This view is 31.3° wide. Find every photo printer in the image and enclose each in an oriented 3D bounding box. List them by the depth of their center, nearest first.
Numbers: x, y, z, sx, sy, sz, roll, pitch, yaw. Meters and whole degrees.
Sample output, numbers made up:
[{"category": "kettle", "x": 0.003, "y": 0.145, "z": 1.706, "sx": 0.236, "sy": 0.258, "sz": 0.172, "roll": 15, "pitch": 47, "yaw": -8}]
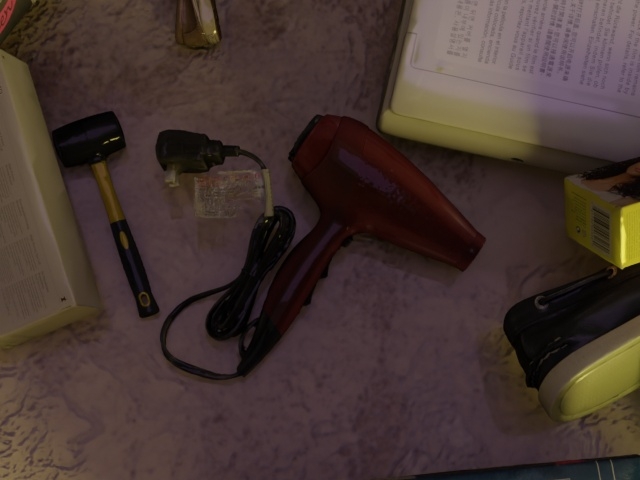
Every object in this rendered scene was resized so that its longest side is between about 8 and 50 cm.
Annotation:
[{"category": "photo printer", "x": 0.224, "y": -0.190, "z": 1.036, "sx": 0.307, "sy": 0.107, "sz": 0.256, "roll": 11, "pitch": 88, "yaw": -2}]

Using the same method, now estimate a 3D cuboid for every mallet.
[{"category": "mallet", "x": -0.191, "y": -0.020, "z": 1.013, "sx": 0.062, "sy": 0.039, "sz": 0.190, "roll": -12, "pitch": 80, "yaw": -7}]

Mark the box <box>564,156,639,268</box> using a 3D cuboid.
[{"category": "box", "x": 0.326, "y": -0.044, "z": 0.959, "sx": 0.232, "sy": 0.087, "sz": 0.058, "roll": -15, "pitch": 115, "yaw": -18}]

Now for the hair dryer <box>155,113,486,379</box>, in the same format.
[{"category": "hair dryer", "x": 0.000, "y": 0.000, "z": 1.016, "sx": 0.293, "sy": 0.080, "sz": 0.224, "roll": -5, "pitch": 91, "yaw": 0}]

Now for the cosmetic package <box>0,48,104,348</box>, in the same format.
[{"category": "cosmetic package", "x": -0.272, "y": -0.035, "z": 0.983, "sx": 0.098, "sy": 0.060, "sz": 0.239, "roll": -22, "pitch": 77, "yaw": 13}]

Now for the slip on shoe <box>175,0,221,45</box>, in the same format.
[{"category": "slip on shoe", "x": -0.123, "y": -0.247, "z": 1.073, "sx": 0.041, "sy": 0.051, "sz": 0.135, "roll": -10, "pitch": 82, "yaw": 5}]

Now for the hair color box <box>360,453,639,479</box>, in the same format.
[{"category": "hair color box", "x": 0.066, "y": 0.238, "z": 0.890, "sx": 0.347, "sy": 0.174, "sz": 0.105, "roll": -5, "pitch": 75, "yaw": -6}]

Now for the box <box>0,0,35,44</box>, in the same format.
[{"category": "box", "x": -0.315, "y": -0.264, "z": 0.954, "sx": 0.142, "sy": 0.163, "sz": 0.247, "roll": 16, "pitch": 52, "yaw": 12}]

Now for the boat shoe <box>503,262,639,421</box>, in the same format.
[{"category": "boat shoe", "x": 0.309, "y": 0.033, "z": 0.998, "sx": 0.340, "sy": 0.127, "sz": 0.113, "roll": -29, "pitch": 54, "yaw": -11}]
